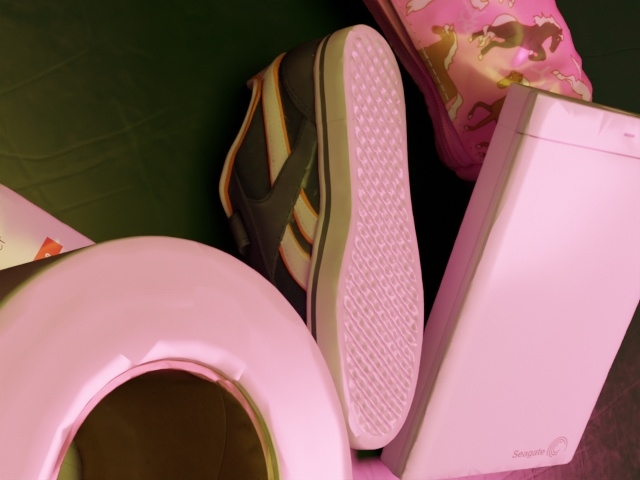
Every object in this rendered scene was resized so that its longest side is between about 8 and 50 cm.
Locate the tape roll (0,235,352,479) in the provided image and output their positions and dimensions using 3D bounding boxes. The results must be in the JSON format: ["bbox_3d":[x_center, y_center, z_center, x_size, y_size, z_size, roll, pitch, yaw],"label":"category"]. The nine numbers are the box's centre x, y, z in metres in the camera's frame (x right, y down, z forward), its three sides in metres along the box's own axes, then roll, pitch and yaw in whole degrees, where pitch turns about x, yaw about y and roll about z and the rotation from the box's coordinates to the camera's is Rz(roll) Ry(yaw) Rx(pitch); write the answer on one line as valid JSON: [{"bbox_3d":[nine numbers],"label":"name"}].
[{"bbox_3d":[-0.123,0.129,0.438,0.246,0.169,0.246,15,69,-46],"label":"tape roll"}]

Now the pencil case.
[{"bbox_3d":[0.097,-0.242,0.769,0.386,0.167,0.160,55,16,-19],"label":"pencil case"}]

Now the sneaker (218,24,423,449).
[{"bbox_3d":[0.000,0.000,0.688,0.126,0.128,0.321,19,66,-52],"label":"sneaker"}]

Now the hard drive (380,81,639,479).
[{"bbox_3d":[0.204,0.051,0.796,0.233,0.047,0.352,5,111,-35],"label":"hard drive"}]

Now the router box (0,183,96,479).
[{"bbox_3d":[-0.181,0.181,0.580,0.301,0.082,0.335,37,66,-27],"label":"router box"}]
